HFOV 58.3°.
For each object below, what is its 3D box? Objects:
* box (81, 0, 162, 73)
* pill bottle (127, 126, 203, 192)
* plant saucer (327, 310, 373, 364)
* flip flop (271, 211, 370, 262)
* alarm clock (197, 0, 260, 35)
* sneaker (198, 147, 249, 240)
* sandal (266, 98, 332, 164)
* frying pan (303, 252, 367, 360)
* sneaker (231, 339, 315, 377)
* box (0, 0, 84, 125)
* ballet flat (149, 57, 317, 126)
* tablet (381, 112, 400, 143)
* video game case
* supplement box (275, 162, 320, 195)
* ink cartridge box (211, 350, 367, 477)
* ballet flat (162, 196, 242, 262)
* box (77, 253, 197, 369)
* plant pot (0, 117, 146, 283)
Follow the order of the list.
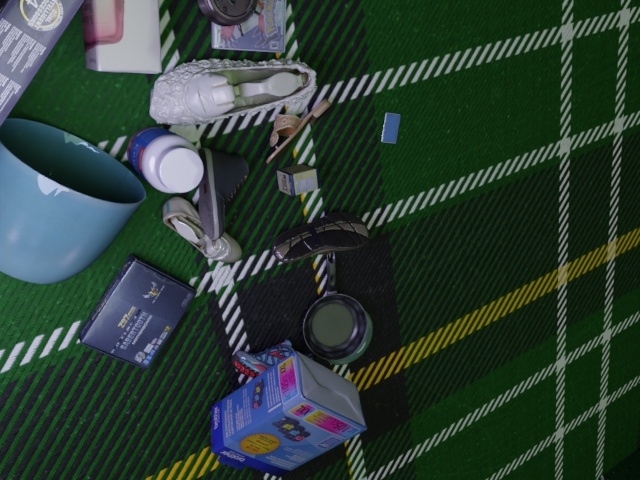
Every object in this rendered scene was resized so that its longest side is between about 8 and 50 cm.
[{"bbox_3d":[-0.400,-0.455,1.140,0.126,0.148,0.233,-7,109,-29],"label":"box"},{"bbox_3d":[-0.331,-0.171,1.233,0.124,0.221,0.125,-10,111,-28],"label":"pill bottle"},{"bbox_3d":[0.091,0.302,1.765,0.194,0.037,0.195,-11,112,-28],"label":"plant saucer"},{"bbox_3d":[0.000,0.000,1.581,0.276,0.080,0.112,-17,76,-12],"label":"flip flop"},{"bbox_3d":[-0.216,-0.548,1.249,0.192,0.064,0.130,28,90,-31],"label":"alarm clock"},{"bbox_3d":[-0.223,-0.111,1.369,0.118,0.083,0.222,0,81,-36],"label":"sneaker"},{"bbox_3d":[-0.078,-0.294,1.452,0.079,0.088,0.240,45,71,-2],"label":"sandal"},{"bbox_3d":[0.014,0.195,1.672,0.197,0.053,0.326,-29,100,-11],"label":"frying pan"},{"bbox_3d":[-0.130,0.337,1.623,0.261,0.104,0.125,23,65,-29],"label":"sneaker"},{"bbox_3d":[-0.540,-0.339,0.990,0.097,0.318,0.395,34,86,-35],"label":"box"},{"bbox_3d":[-0.187,-0.352,1.317,0.408,0.147,0.147,-18,115,-25],"label":"ballet flat"},{"bbox_3d":[0.201,-0.321,1.640,0.054,0.006,0.084,0,105,-31],"label":"tablet"},{"bbox_3d":[-0.163,-0.545,1.331,0.183,0.023,0.202,-7,110,-29],"label":"video game case"},{"bbox_3d":[-0.058,-0.159,1.488,0.083,0.083,0.056,-18,114,-26],"label":"supplement box"},{"bbox_3d":[-0.113,0.499,1.571,0.395,0.151,0.270,-35,129,23],"label":"ink cartridge box"},{"bbox_3d":[-0.286,-0.006,1.398,0.248,0.086,0.086,42,83,-32],"label":"ballet flat"},{"bbox_3d":[-0.437,0.174,1.383,0.183,0.059,0.233,35,86,-34],"label":"box"},{"bbox_3d":[-0.532,-0.060,1.121,0.292,0.293,0.235,25,106,-35],"label":"plant pot"}]
